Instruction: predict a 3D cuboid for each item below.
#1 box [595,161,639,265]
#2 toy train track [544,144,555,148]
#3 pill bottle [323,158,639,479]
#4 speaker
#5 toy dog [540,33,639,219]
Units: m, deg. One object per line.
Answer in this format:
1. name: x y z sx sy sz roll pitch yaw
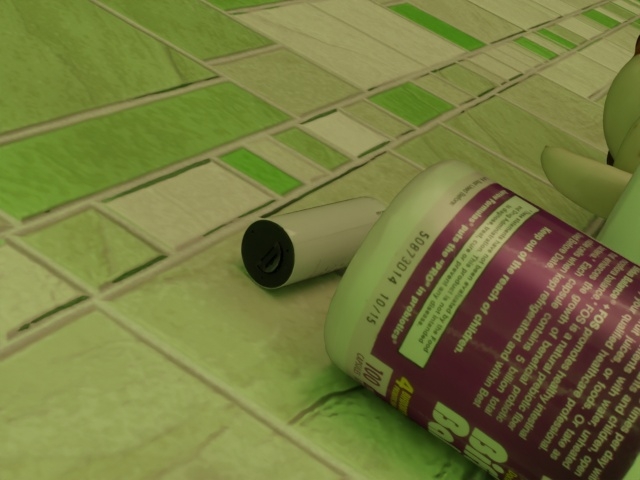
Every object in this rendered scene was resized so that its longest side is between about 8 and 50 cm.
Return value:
1. box: 0.363 0.087 0.771 0.345 0.215 0.168 33 28 17
2. toy train track: 0.316 -0.095 1.293 0.083 0.014 0.048 24 19 -12
3. pill bottle: 0.165 0.089 0.662 0.301 0.169 0.169 33 28 19
4. speaker: 0.000 0.000 0.819 0.055 0.055 0.136 38 31 26
5. toy dog: 0.432 -0.081 1.133 0.395 0.285 0.408 -2 26 7
